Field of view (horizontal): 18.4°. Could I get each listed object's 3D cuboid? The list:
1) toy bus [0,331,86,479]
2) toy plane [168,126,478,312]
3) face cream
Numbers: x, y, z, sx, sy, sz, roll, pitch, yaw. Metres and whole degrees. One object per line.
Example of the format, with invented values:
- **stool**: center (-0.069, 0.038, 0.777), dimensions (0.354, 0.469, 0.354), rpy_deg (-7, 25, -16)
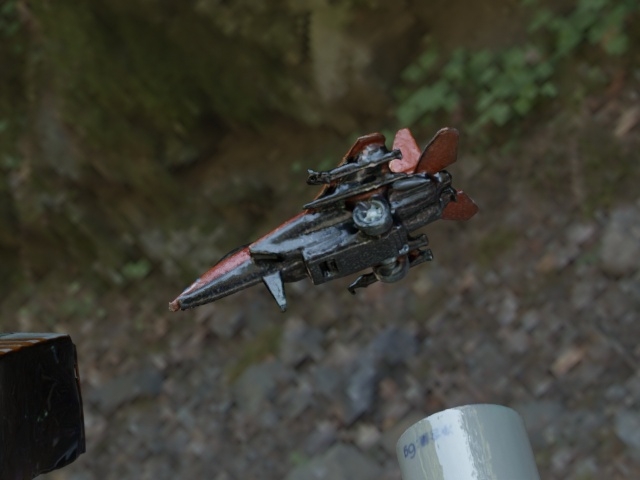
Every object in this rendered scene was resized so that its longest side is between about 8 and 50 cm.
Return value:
- **toy bus**: center (-0.272, 0.121, 1.056), dimensions (0.092, 0.093, 0.409), rpy_deg (1, 7, 29)
- **toy plane**: center (0.002, 0.002, 1.140), dimensions (0.189, 0.130, 0.061), rpy_deg (-32, 55, -8)
- **face cream**: center (0.100, 0.211, 1.036), dimensions (0.077, 0.077, 0.250), rpy_deg (-33, 51, 30)
